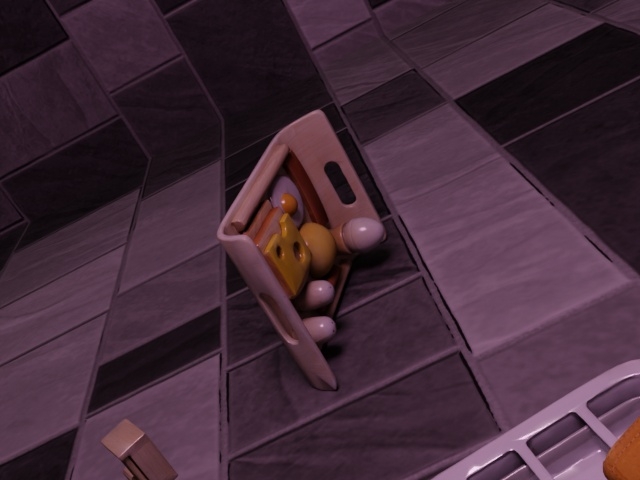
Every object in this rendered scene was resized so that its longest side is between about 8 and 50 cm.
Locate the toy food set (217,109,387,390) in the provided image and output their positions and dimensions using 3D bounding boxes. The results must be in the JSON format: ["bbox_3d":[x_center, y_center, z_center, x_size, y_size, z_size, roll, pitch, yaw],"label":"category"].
[{"bbox_3d":[0.000,0.000,0.924,0.092,0.220,0.306,-16,28,26],"label":"toy food set"}]

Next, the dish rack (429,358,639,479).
[{"bbox_3d":[0.207,0.234,0.459,0.285,0.072,0.333,-30,26,-4],"label":"dish rack"}]

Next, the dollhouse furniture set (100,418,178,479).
[{"bbox_3d":[-0.187,0.252,0.701,0.101,0.182,0.161,-43,29,-25],"label":"dollhouse furniture set"}]

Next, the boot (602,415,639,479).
[{"bbox_3d":[0.325,0.098,0.404,0.295,0.104,0.211,-26,27,-10],"label":"boot"}]
